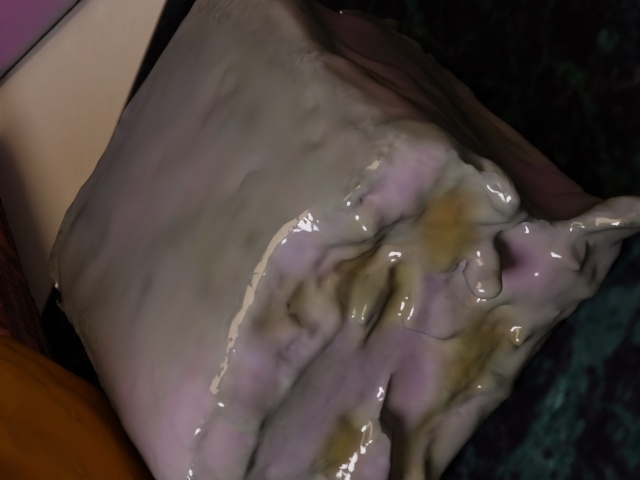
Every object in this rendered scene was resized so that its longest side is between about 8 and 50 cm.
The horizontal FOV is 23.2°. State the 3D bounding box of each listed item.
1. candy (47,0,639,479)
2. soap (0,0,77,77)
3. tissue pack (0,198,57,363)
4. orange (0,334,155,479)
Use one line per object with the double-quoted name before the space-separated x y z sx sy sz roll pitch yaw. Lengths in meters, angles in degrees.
"candy" 0.000 0.000 0.613 0.184 0.137 0.195 -55 37 14
"soap" -0.218 -0.206 1.019 0.259 0.081 0.181 -35 47 33
"tissue pack" -0.263 0.080 0.885 0.245 0.123 0.332 -46 42 17
"orange" -0.195 0.170 0.567 0.340 0.341 0.293 -130 28 -49
